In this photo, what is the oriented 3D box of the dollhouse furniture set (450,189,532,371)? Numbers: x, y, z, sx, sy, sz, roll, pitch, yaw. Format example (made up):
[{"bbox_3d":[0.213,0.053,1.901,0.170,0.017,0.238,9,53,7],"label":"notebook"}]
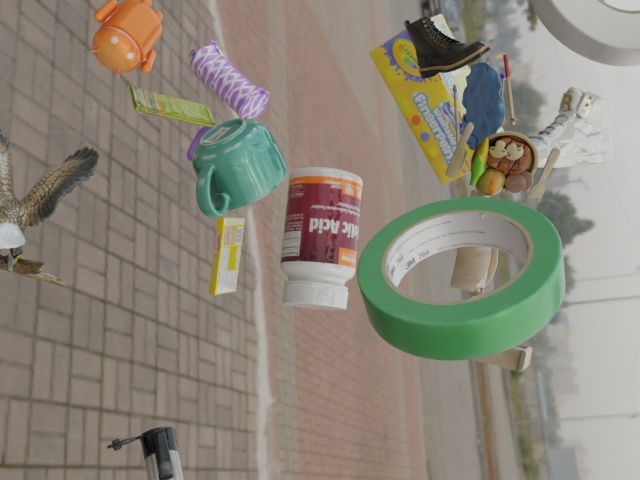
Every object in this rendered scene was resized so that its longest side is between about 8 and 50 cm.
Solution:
[{"bbox_3d":[0.405,0.089,1.638,0.303,0.173,0.356,10,92,-69],"label":"dollhouse furniture set"}]

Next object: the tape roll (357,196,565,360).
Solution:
[{"bbox_3d":[0.221,0.050,1.185,0.321,0.321,0.077,-77,155,-53],"label":"tape roll"}]

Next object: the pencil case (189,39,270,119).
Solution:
[{"bbox_3d":[-0.204,-0.359,1.676,0.206,0.088,0.086,46,15,19],"label":"pencil case"}]

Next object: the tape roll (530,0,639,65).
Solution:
[{"bbox_3d":[0.646,-0.565,1.626,0.072,0.391,0.392,113,-25,-71],"label":"tape roll"}]

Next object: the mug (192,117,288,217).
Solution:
[{"bbox_3d":[-0.124,-0.115,1.095,0.158,0.129,0.097,-100,165,-61],"label":"mug"}]

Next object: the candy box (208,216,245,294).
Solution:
[{"bbox_3d":[-0.250,0.040,1.992,0.105,0.027,0.206,-1,100,-63],"label":"candy box"}]

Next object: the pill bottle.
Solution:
[{"bbox_3d":[0.000,0.000,2.178,0.224,0.223,0.393,31,63,-71],"label":"pill bottle"}]

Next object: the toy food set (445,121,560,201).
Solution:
[{"bbox_3d":[0.341,-0.138,1.378,0.039,0.191,0.133,-83,-172,-58],"label":"toy food set"}]

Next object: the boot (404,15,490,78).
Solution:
[{"bbox_3d":[0.269,-0.443,1.641,0.077,0.197,0.137,-36,108,-35],"label":"boot"}]

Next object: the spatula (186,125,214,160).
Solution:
[{"bbox_3d":[-0.176,-0.189,1.406,0.030,0.296,0.084,36,74,-28],"label":"spatula"}]

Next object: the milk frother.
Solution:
[{"bbox_3d":[-0.384,0.493,1.643,0.129,0.143,0.135,76,-5,-57],"label":"milk frother"}]

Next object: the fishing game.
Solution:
[{"bbox_3d":[0.334,-0.267,1.507,0.264,0.041,0.189,156,-70,-76],"label":"fishing game"}]

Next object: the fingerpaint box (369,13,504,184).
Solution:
[{"bbox_3d":[0.365,-0.437,2.258,0.445,0.163,0.371,59,29,-9],"label":"fingerpaint box"}]

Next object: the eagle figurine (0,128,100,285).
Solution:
[{"bbox_3d":[-0.590,-0.084,1.455,0.226,0.225,0.299,27,73,-57],"label":"eagle figurine"}]

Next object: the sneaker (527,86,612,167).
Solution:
[{"bbox_3d":[0.509,-0.244,1.603,0.108,0.292,0.169,23,-61,60],"label":"sneaker"}]

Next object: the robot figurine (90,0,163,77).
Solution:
[{"bbox_3d":[-0.473,-0.501,1.830,0.158,0.128,0.219,92,20,-56],"label":"robot figurine"}]

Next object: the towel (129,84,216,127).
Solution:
[{"bbox_3d":[-0.405,-0.369,2.041,0.237,0.021,0.102,8,43,-35],"label":"towel"}]
